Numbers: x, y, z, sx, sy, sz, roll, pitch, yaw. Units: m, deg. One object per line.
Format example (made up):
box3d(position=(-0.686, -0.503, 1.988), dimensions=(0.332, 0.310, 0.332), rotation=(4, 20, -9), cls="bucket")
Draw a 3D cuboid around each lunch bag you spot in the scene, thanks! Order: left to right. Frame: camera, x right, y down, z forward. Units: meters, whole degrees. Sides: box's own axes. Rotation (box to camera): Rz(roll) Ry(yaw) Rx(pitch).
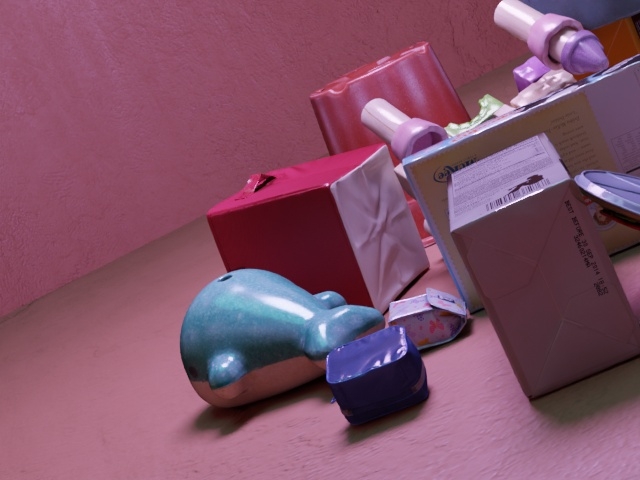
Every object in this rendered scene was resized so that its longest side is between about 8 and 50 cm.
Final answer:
box3d(position=(0.053, 0.136, 1.279), dimensions=(0.098, 0.065, 0.067), rotation=(-22, 25, 13), cls="lunch bag")
box3d(position=(0.118, 0.084, 1.434), dimensions=(0.083, 0.053, 0.071), rotation=(-14, 12, 9), cls="lunch bag")

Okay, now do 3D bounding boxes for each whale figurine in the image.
box3d(position=(-0.053, 0.099, 1.514), dimensions=(0.216, 0.141, 0.272), rotation=(-32, 12, -36), cls="whale figurine")

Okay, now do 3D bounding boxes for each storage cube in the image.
box3d(position=(0.000, 0.000, 1.729), dimensions=(0.193, 0.215, 0.184), rotation=(-12, 14, 32), cls="storage cube")

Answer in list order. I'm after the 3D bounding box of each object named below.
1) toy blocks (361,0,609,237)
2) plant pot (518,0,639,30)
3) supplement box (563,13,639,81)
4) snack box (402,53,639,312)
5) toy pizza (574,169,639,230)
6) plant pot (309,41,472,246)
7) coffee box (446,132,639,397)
box3d(position=(0.265, -0.089, 1.643), dimensions=(0.289, 0.309, 0.260), rotation=(-38, 42, -9), cls="toy blocks")
box3d(position=(0.349, -0.472, 1.853), dimensions=(0.341, 0.334, 0.341), rotation=(-22, 10, 4), cls="plant pot")
box3d(position=(0.462, -0.251, 1.956), dimensions=(0.129, 0.191, 0.194), rotation=(-16, 14, 39), cls="supplement box")
box3d(position=(0.273, -0.068, 1.452), dimensions=(0.322, 0.187, 0.060), rotation=(-23, 9, 9), cls="snack box")
box3d(position=(0.335, -0.021, 1.245), dimensions=(0.201, 0.032, 0.201), rotation=(15, 14, -4), cls="toy pizza")
box3d(position=(0.127, -0.144, 2.012), dimensions=(0.272, 0.265, 0.272), rotation=(-24, 9, 4), cls="plant pot")
box3d(position=(0.204, 0.012, 1.252), dimensions=(0.119, 0.168, 0.297), rotation=(-24, 9, 9), cls="coffee box")
